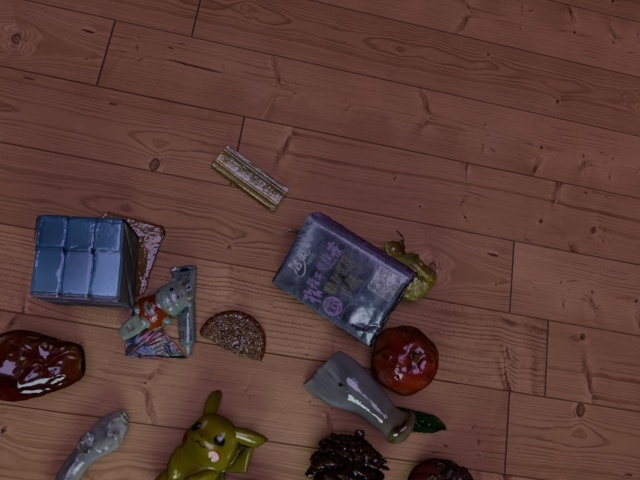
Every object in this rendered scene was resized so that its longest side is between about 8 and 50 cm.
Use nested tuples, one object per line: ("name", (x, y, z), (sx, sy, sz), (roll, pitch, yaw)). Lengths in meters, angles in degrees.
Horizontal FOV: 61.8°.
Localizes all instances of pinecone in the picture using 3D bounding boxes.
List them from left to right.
("pinecone", (0.066, 0.656, 1.479), (0.224, 0.224, 0.272), (27, 78, -2))

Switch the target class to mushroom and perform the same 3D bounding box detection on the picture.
("mushroom", (-0.625, 0.580, 1.454), (0.096, 0.099, 0.278), (39, 78, 15))
("mushroom", (0.118, 0.462, 1.556), (0.329, 0.122, 0.159), (36, 114, 16))

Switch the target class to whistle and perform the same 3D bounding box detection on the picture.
("whistle", (-0.474, 0.199, 1.543), (0.253, 0.106, 0.101), (-34, 44, 3))

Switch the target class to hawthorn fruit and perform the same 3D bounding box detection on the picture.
("hawthorn fruit", (0.259, 0.347, 1.565), (0.208, 0.243, 0.207), (2, 74, -8))

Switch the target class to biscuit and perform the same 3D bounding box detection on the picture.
("biscuit", (-0.616, 0.034, 1.619), (0.237, 0.013, 0.232), (16, 75, -6))
("biscuit", (-0.251, 0.276, 1.613), (0.206, 0.025, 0.126), (24, 74, -3))

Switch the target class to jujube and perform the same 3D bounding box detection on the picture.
("jujube", (-0.776, 0.336, 1.445), (0.255, 0.190, 0.190), (0, 77, -16))

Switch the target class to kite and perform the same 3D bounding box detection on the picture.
("kite", (-0.496, 0.286, 1.580), (0.241, 0.014, 0.183), (42, 72, 2))

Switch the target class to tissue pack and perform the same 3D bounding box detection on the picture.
("tissue pack", (0.066, 0.109, 1.583), (0.361, 0.122, 0.259), (32, 102, 12))

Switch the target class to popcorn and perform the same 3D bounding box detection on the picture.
("popcorn", (0.270, 0.093, 1.680), (0.168, 0.173, 0.195), (-11, 46, -47))

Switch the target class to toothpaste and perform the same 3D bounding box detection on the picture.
("toothpaste", (-0.402, 0.206, 1.596), (0.069, 0.047, 0.268), (-13, 75, 23))

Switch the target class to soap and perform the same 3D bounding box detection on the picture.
("soap", (-0.226, -0.199, 1.723), (0.252, 0.037, 0.092), (37, 75, 0))

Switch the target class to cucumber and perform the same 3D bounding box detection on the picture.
("cucumber", (0.274, 0.545, 1.615), (0.227, 0.069, 0.069), (13, 75, -10))

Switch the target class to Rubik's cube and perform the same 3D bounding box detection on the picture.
("Rubik's cube", (-0.644, 0.065, 1.487), (0.225, 0.221, 0.231), (2, 77, -8))

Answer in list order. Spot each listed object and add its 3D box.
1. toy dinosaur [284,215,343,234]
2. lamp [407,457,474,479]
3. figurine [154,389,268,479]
("toy dinosaur", (0.002, 0.000, 1.714), (0.212, 0.057, 0.142), (-15, 99, 0))
("lamp", (0.348, 0.724, 1.505), (0.227, 0.227, 0.226), (2, 77, -8))
("figurine", (-0.307, 0.600, 1.454), (0.218, 0.169, 0.326), (25, 80, 22))
